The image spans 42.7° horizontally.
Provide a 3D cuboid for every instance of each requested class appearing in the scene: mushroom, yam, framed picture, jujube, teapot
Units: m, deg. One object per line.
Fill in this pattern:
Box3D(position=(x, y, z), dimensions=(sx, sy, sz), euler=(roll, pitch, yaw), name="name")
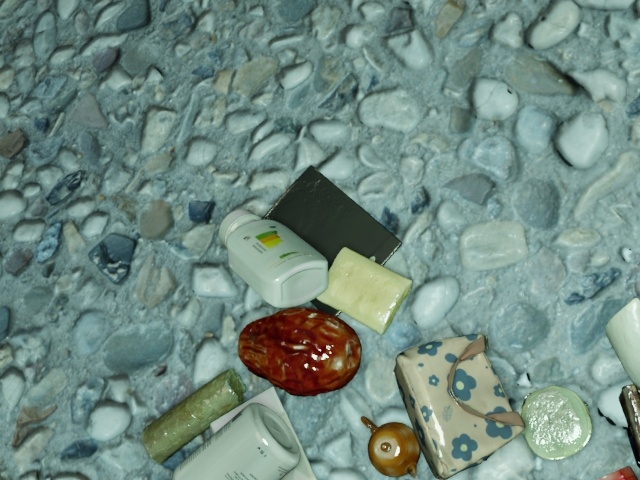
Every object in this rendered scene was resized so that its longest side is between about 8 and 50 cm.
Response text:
Box3D(position=(0.660, 0.295, 1.462), dimensions=(0.126, 0.177, 0.397), euler=(-35, 65, 15), name="mushroom")
Box3D(position=(-0.282, 0.395, 1.852), dimensions=(0.259, 0.093, 0.093), euler=(-36, 63, 7), name="yam")
Box3D(position=(0.000, 0.000, 1.919), dimensions=(0.244, 0.013, 0.324), euler=(-48, 62, 1), name="framed picture")
Box3D(position=(-0.048, 0.237, 1.756), dimensions=(0.290, 0.197, 0.197), euler=(0, 71, 38), name="jujube")
Box3D(position=(0.141, 0.419, 1.661), dimensions=(0.116, 0.116, 0.173), euler=(-47, 61, 1), name="teapot")

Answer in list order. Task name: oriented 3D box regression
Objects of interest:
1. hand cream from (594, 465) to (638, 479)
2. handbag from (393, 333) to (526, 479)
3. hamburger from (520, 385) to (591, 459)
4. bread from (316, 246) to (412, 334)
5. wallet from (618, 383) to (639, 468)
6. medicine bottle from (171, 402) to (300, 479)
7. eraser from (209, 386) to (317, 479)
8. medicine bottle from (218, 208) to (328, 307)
Box3D(position=(0.480, 0.506, 1.430), dimensions=(0.230, 0.230, 0.149), euler=(-32, 64, 9), name="hand cream")
Box3D(position=(0.268, 0.319, 1.601), dimensions=(0.193, 0.190, 0.252), euler=(-20, 69, -3), name="handbag")
Box3D(position=(0.456, 0.351, 1.585), dimensions=(0.133, 0.062, 0.140), euler=(-24, 67, 17), name="hamburger")
Box3D(position=(0.096, 0.110, 1.805), dimensions=(0.178, 0.060, 0.139), euler=(29, 85, 19), name="bread")
Box3D(position=(0.589, 0.383, 1.483), dimensions=(0.042, 0.124, 0.230), euler=(-16, 67, 8), name="wallet")
Box3D(position=(-0.192, 0.474, 1.656), dimensions=(0.288, 0.157, 0.157), euler=(-41, 62, 6), name="medicine bottle")
Box3D(position=(-0.094, 0.534, 1.730), dimensions=(0.213, 0.082, 0.397), euler=(-33, 63, 8), name="eraser")
Box3D(position=(-0.116, 0.033, 1.839), dimensions=(0.161, 0.111, 0.296), euler=(-18, 33, -26), name="medicine bottle")
